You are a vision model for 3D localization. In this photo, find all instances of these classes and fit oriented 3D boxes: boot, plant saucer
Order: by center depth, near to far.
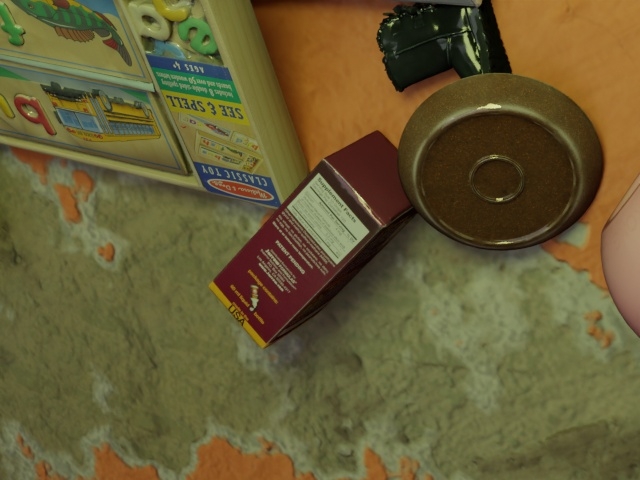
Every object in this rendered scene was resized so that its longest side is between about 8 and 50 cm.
[{"bbox_3d":[0.145,-0.056,1.132,0.168,0.029,0.168,4,124,6],"label":"plant saucer"},{"bbox_3d":[0.103,-0.146,1.154,0.099,0.045,0.121,-13,94,32],"label":"boot"}]

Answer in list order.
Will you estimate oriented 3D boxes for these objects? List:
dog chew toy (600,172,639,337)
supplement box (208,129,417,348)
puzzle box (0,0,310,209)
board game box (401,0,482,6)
[{"bbox_3d":[0.368,0.044,0.979,0.332,0.206,0.206,34,123,6],"label":"dog chew toy"},{"bbox_3d":[0.000,0.000,1.235,0.081,0.104,0.188,48,125,7],"label":"supplement box"},{"bbox_3d":[-0.224,-0.169,1.262,0.409,0.052,0.272,13,146,27],"label":"puzzle box"},{"bbox_3d":[-0.069,-0.278,1.055,0.318,0.319,0.066,9,79,29],"label":"board game box"}]
